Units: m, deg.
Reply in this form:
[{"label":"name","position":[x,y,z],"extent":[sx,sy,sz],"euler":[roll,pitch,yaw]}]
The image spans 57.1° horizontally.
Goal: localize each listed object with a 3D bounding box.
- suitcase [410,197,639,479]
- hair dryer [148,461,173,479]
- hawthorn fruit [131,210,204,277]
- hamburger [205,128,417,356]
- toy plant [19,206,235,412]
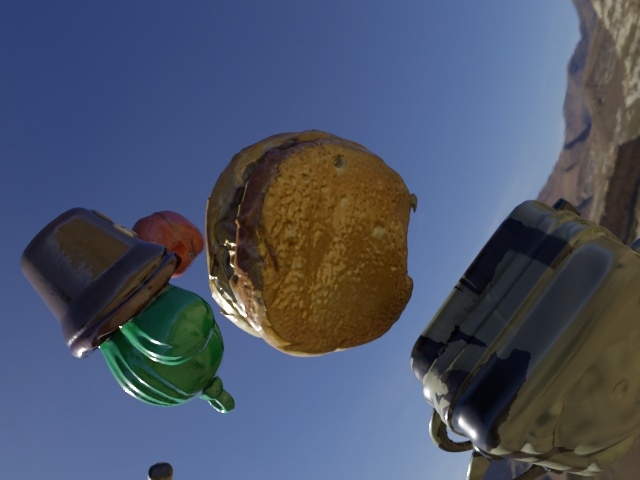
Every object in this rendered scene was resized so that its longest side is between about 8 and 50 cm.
[{"label":"suitcase","position":[0.279,0.158,0.695],"extent":[0.352,0.194,0.339],"euler":[28,-79,-40]},{"label":"hair dryer","position":[-0.295,0.483,1.046],"extent":[0.090,0.135,0.278],"euler":[-41,-30,-50]},{"label":"hawthorn fruit","position":[-0.260,0.006,1.003],"extent":[0.128,0.128,0.128],"euler":[-43,-40,-53]},{"label":"hamburger","position":[0.000,0.000,0.782],"extent":[0.314,0.170,0.289],"euler":[-1,-82,-38]},{"label":"toy plant","position":[-0.132,0.062,0.455],"extent":[0.105,0.200,0.143],"euler":[-53,9,-34]}]
